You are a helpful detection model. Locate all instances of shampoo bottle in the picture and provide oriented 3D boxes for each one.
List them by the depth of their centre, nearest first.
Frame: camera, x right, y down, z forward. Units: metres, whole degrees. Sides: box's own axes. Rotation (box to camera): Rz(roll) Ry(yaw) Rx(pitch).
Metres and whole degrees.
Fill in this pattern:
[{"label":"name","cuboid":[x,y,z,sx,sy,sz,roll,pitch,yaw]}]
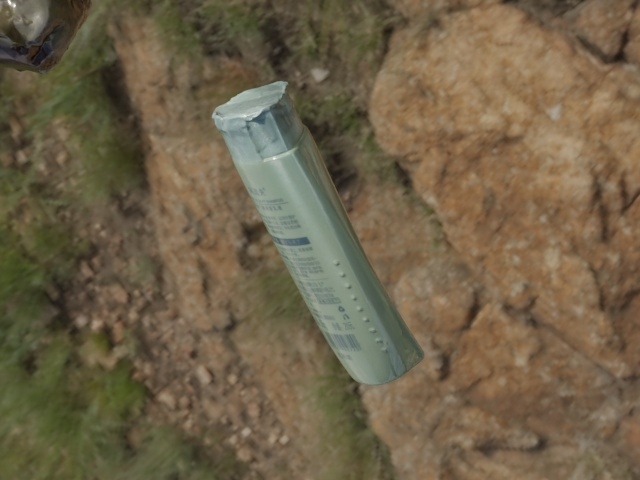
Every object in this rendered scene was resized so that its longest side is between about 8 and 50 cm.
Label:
[{"label":"shampoo bottle","cuboid":[0.000,0.000,0.739,0.072,0.049,0.212,16,138,55]}]

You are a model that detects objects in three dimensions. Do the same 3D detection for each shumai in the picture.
[{"label":"shumai","cuboid":[-0.272,-0.235,0.944,0.185,0.184,0.218,-57,30,12]}]
